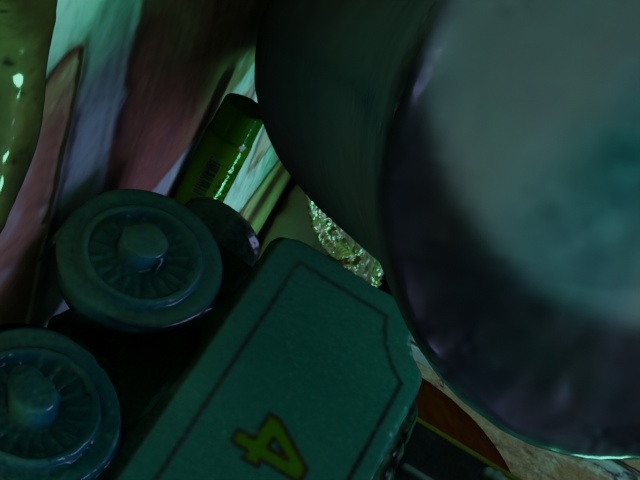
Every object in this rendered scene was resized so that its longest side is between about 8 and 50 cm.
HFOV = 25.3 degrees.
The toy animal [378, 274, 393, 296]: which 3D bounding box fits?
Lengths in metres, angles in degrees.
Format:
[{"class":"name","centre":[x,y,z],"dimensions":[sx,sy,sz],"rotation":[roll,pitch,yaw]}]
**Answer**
[{"class":"toy animal","centre":[0.101,-0.044,1.615],"dimensions":[0.185,0.122,0.298],"rotation":[-61,165,-49]}]

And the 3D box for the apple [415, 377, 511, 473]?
[{"class":"apple","centre":[0.003,0.252,1.129],"dimensions":[0.339,0.340,0.339],"rotation":[-60,175,-8]}]

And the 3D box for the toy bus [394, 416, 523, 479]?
[{"class":"toy bus","centre":[0.013,0.157,0.652],"dimensions":[0.144,0.330,0.152],"rotation":[-57,177,-37]}]

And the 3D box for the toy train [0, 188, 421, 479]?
[{"class":"toy train","centre":[-0.056,0.076,0.519],"dimensions":[0.198,0.154,0.107],"rotation":[-57,177,-39]}]

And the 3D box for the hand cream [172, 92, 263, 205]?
[{"class":"hand cream","centre":[-0.061,-0.015,0.687],"dimensions":[0.036,0.023,0.122],"rotation":[-14,138,-55]}]

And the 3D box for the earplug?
[{"class":"earplug","centre":[0.058,-0.055,0.570],"dimensions":[0.185,0.185,0.324],"rotation":[-61,-158,3]}]

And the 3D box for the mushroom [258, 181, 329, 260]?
[{"class":"mushroom","centre":[-0.002,0.000,1.080],"dimensions":[0.209,0.072,0.094],"rotation":[-61,171,-3]}]

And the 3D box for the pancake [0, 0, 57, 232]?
[{"class":"pancake","centre":[-0.117,0.017,0.273],"dimensions":[0.235,0.029,0.212],"rotation":[-61,174,-18]}]

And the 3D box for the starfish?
[{"class":"starfish","centre":[0.041,-0.031,0.990],"dimensions":[0.295,0.048,0.231],"rotation":[-44,146,-38]}]
